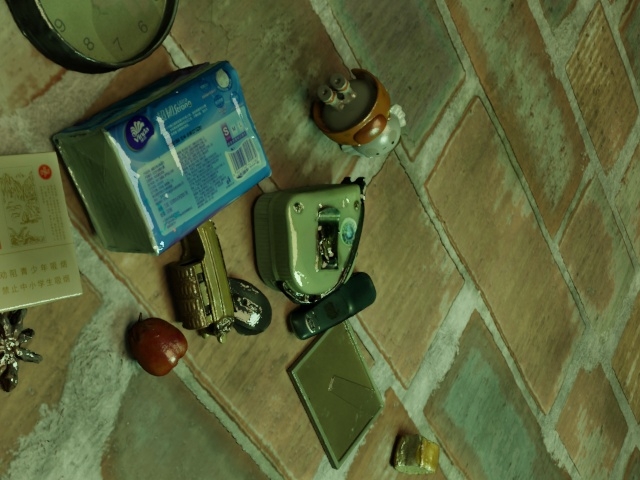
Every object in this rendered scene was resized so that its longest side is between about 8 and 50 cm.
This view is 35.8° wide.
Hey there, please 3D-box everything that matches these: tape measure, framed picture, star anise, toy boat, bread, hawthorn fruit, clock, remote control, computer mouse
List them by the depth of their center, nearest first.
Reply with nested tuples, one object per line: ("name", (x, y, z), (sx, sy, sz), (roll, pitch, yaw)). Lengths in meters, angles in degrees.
("star anise", (-0.425, 0.142, 1.314), (0.141, 0.042, 0.141), (-2, 93, -48))
("clock", (-0.316, -0.377, 1.400), (0.280, 0.055, 0.280), (-5, 96, -50))
("hawthorn fruit", (-0.251, 0.154, 1.499), (0.093, 0.081, 0.081), (42, 57, -9))
("toy boat", (-0.193, 0.058, 1.561), (0.088, 0.068, 0.226), (-25, 112, -40))
("computer mouse", (-0.122, 0.112, 1.664), (0.135, 0.047, 0.079), (42, 61, -40))
("tape measure", (0.000, 0.000, 1.750), (0.235, 0.115, 0.207), (-13, 100, -49))
("remote control", (0.027, 0.121, 1.835), (0.222, 0.042, 0.072), (-27, 98, -45))
("framed picture", (0.035, 0.283, 1.882), (0.184, 0.016, 0.250), (-47, 126, -37))
("bread", (0.196, 0.441, 2.040), (0.083, 0.077, 0.070), (37, 53, -44))

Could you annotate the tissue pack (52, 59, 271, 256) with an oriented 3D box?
("tissue pack", (-0.223, -0.124, 1.453), (0.263, 0.146, 0.198), (-39, 119, -40))

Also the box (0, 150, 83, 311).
("box", (-0.399, -0.011, 1.298), (0.141, 0.058, 0.201), (-13, 93, -49))

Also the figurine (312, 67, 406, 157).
("figurine", (0.076, -0.227, 1.827), (0.271, 0.143, 0.143), (22, 75, -69))
